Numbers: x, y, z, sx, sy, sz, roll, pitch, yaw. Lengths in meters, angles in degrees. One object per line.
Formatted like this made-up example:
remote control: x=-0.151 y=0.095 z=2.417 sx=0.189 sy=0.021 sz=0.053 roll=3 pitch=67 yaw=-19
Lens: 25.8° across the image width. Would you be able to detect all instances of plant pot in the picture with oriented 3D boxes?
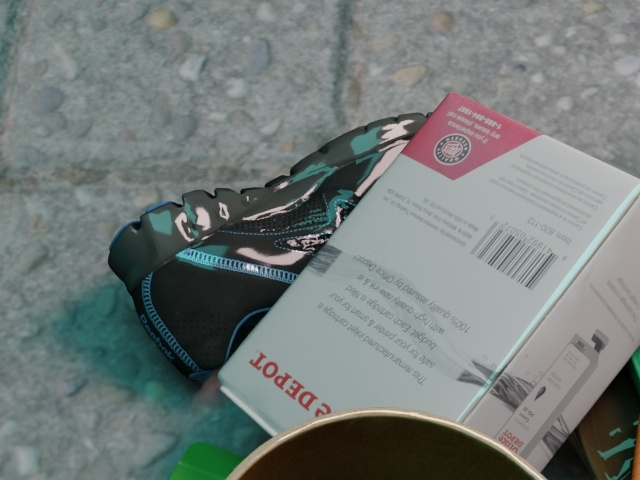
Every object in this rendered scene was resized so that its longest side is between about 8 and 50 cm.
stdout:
plant pot: x=0.014 y=0.258 z=0.821 sx=0.237 sy=0.254 sz=0.237 roll=8 pitch=57 yaw=-12

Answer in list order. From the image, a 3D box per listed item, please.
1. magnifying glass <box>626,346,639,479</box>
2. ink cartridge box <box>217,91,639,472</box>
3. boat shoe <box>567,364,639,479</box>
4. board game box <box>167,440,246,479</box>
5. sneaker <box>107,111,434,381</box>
magnifying glass: x=0.240 y=0.100 z=0.974 sx=0.092 sy=0.026 sz=0.231 roll=10 pitch=54 yaw=9
ink cartridge box: x=0.093 y=0.059 z=0.994 sx=0.283 sy=0.117 sz=0.207 roll=-51 pitch=44 yaw=-5
boat shoe: x=0.214 y=0.103 z=1.055 sx=0.109 sy=0.098 sz=0.302 roll=-22 pitch=54 yaw=1
board game box: x=-0.094 y=0.267 z=0.977 sx=0.124 sy=0.039 sz=0.259 roll=19 pitch=57 yaw=17
sneaker: x=0.000 y=0.000 z=1.160 sx=0.341 sy=0.125 sz=0.140 roll=-24 pitch=80 yaw=-19
